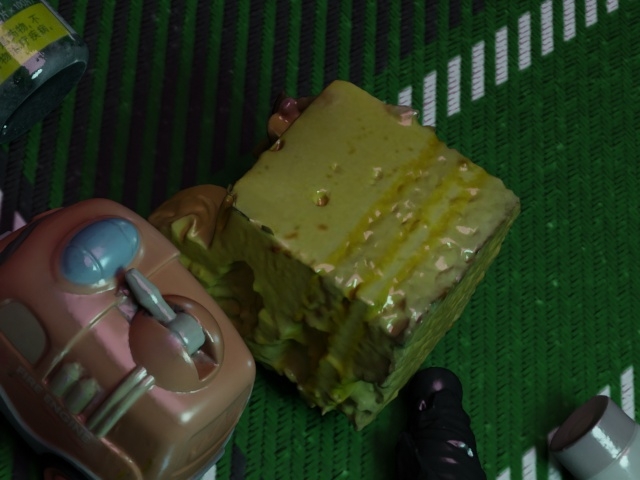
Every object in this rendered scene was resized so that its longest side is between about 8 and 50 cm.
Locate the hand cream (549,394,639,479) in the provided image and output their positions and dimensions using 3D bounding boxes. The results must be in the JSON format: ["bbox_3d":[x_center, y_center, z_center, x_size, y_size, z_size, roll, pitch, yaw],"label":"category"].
[{"bbox_3d":[0.341,0.270,1.987,0.248,0.083,0.133,43,55,-10],"label":"hand cream"}]

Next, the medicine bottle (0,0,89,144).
[{"bbox_3d":[-0.365,-0.237,1.886,0.293,0.141,0.141,47,54,5],"label":"medicine bottle"}]

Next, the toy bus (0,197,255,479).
[{"bbox_3d":[-0.189,0.090,1.738,0.288,0.232,0.194,48,57,3],"label":"toy bus"}]

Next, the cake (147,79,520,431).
[{"bbox_3d":[0.000,0.000,1.869,0.286,0.222,0.227,36,53,10],"label":"cake"}]

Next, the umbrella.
[{"bbox_3d":[0.119,0.287,1.868,0.113,0.106,0.358,17,49,-28],"label":"umbrella"}]
